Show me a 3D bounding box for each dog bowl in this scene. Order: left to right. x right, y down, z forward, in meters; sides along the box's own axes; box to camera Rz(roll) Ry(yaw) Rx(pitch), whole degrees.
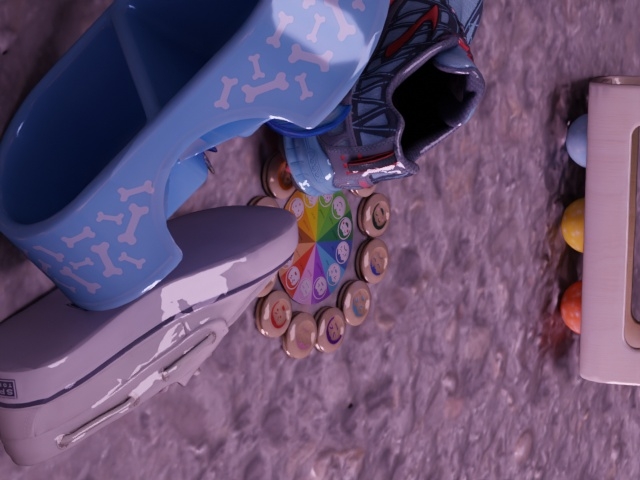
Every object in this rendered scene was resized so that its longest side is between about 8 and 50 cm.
[{"bbox_3d":[-0.089,-0.092,1.155,0.297,0.166,0.074,-43,128,16],"label":"dog bowl"}]

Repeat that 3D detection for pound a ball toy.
[{"bbox_3d":[0.297,0.005,1.802,0.208,0.136,0.319,-37,129,-75],"label":"pound a ball toy"}]

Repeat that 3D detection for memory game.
[{"bbox_3d":[0.000,0.000,1.474,0.186,0.012,0.186,-15,109,-51],"label":"memory game"}]

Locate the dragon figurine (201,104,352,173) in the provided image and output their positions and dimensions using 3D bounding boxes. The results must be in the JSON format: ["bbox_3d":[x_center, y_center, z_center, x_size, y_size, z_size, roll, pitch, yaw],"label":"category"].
[{"bbox_3d":[-0.031,-0.122,1.346,0.289,0.085,0.144,-11,108,-47],"label":"dragon figurine"}]

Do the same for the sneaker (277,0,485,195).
[{"bbox_3d":[0.081,-0.119,1.453,0.262,0.125,0.104,-54,132,-39],"label":"sneaker"}]

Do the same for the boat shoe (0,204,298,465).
[{"bbox_3d":[-0.112,0.060,1.272,0.267,0.096,0.088,-36,128,-43],"label":"boat shoe"}]
